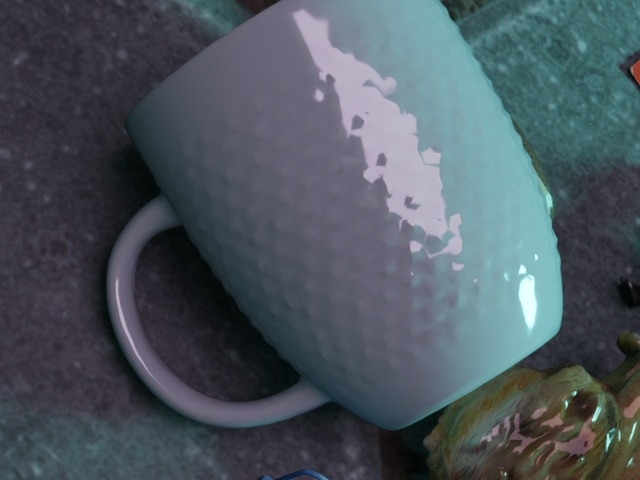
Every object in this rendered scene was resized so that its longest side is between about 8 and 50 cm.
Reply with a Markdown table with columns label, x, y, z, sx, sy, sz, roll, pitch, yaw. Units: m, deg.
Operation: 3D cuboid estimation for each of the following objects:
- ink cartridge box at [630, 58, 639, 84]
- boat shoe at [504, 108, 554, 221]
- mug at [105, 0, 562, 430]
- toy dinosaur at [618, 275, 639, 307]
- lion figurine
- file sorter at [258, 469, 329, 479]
| label | x | y | z | sx | sy | sz | roll | pitch | yaw |
| --- | --- | --- | --- | --- | --- | --- | --- | --- | --- |
| ink cartridge box | 0.419 | -0.145 | 1.770 | 0.145 | 0.045 | 0.179 | -39 | 95 | -30 |
| boat shoe | 0.112 | -0.104 | 1.596 | 0.095 | 0.095 | 0.257 | -31 | 83 | -15 |
| mug | 0.000 | 0.000 | 1.421 | 0.374 | 0.276 | 0.328 | -32 | 87 | 3 |
| toy dinosaur | 0.392 | 0.065 | 1.651 | 0.160 | 0.121 | 0.313 | -26 | 83 | -16 |
| lion figurine | 0.281 | 0.231 | 1.539 | 0.392 | 0.142 | 0.240 | 45 | 69 | -11 |
| file sorter | -0.024 | 0.285 | 1.397 | 0.118 | 0.104 | 0.170 | 38 | 62 | -11 |
